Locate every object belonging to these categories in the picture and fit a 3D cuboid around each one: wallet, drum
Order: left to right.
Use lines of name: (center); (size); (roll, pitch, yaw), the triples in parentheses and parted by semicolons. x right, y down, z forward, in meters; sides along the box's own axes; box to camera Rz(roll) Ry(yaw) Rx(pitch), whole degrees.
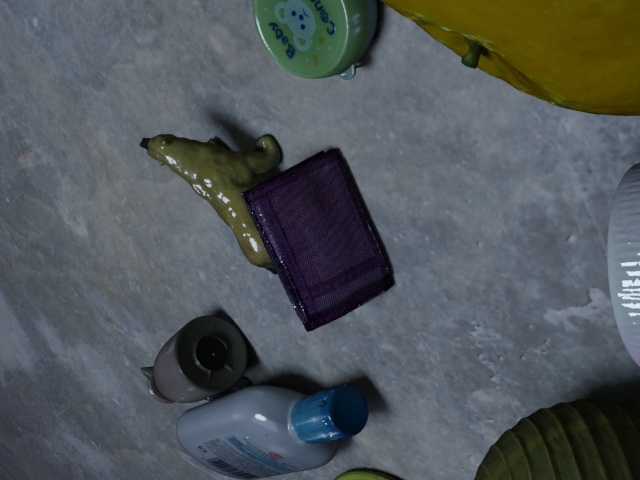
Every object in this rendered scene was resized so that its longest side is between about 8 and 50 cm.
wallet: (0.000, 0.000, 0.745); (0.166, 0.111, 0.030); (65, 172, -16)
drum: (0.022, -0.242, 0.597); (0.130, 0.049, 0.253); (45, 138, 8)

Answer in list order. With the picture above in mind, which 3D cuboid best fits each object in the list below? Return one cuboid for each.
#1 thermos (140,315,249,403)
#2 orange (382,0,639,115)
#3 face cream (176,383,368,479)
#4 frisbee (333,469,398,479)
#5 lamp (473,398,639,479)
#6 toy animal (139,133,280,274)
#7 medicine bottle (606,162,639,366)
thermos: (-0.178, 0.194, 1.044); (0.137, 0.105, 0.193); (26, 145, -19)
orange: (0.141, -0.194, 0.373); (0.279, 0.279, 0.235); (35, 107, 19)
face cream: (-0.063, 0.253, 0.966); (0.163, 0.080, 0.337); (35, 142, -19)
frisbee: (0.107, 0.408, 0.989); (0.236, 0.017, 0.236); (22, 131, 29)
lamp: (0.263, 0.255, 0.605); (0.284, 0.250, 0.250); (-5, 121, -1)
toy animal: (-0.091, -0.051, 0.789); (0.218, 0.101, 0.103); (52, 140, 0)
medicine bottle: (0.327, 0.010, 0.416); (0.273, 0.165, 0.165); (-3, 115, 43)
